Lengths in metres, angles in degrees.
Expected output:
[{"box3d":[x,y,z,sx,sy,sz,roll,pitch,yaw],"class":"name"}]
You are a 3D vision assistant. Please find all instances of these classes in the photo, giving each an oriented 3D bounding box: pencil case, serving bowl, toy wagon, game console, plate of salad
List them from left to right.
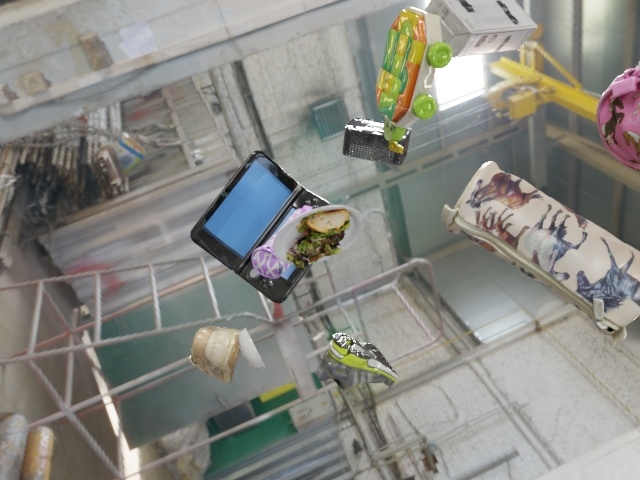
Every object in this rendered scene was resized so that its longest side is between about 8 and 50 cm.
[{"box3d":[-0.135,0.209,1.081,0.083,0.027,0.083,59,-12,20],"class":"serving bowl"},{"box3d":[-0.130,-0.036,1.437,0.250,0.293,0.173,32,-8,34],"class":"game console"},{"box3d":[-0.079,0.003,1.314,0.206,0.086,0.088,-50,144,-49],"class":"pencil case"},{"box3d":[0.000,0.000,1.179,0.200,0.199,0.048,80,-10,-58],"class":"plate of salad"},{"box3d":[0.207,-0.381,1.399,0.267,0.068,0.345,-117,-144,-57],"class":"toy wagon"},{"box3d":[0.436,0.014,1.096,0.410,0.183,0.160,35,-43,11],"class":"pencil case"},{"box3d":[0.671,-0.251,0.979,0.160,0.385,0.167,58,-21,34],"class":"pencil case"}]

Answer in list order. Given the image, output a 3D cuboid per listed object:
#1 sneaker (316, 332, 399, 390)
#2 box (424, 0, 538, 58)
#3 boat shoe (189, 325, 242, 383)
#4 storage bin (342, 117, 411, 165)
[{"box3d":[0.096,0.335,1.498,0.300,0.121,0.111,32,14,-42],"class":"sneaker"},{"box3d":[0.437,-0.597,1.558,0.169,0.289,0.087,58,-35,18],"class":"box"},{"box3d":[-0.242,0.253,1.325,0.341,0.110,0.122,119,-14,-67],"class":"boat shoe"},{"box3d":[0.164,-0.290,1.660,0.122,0.180,0.085,-56,157,-58],"class":"storage bin"}]
